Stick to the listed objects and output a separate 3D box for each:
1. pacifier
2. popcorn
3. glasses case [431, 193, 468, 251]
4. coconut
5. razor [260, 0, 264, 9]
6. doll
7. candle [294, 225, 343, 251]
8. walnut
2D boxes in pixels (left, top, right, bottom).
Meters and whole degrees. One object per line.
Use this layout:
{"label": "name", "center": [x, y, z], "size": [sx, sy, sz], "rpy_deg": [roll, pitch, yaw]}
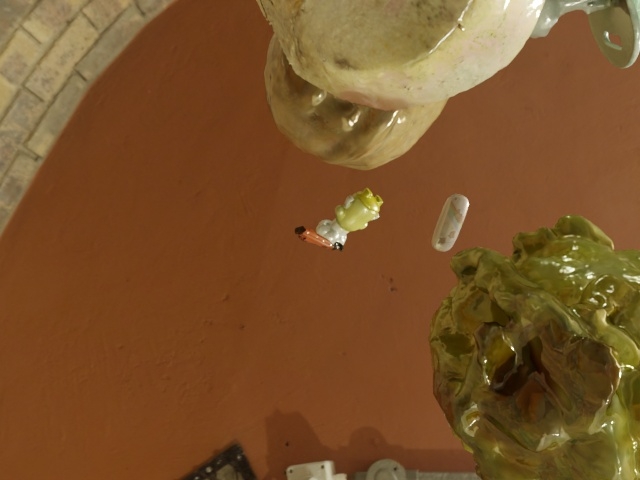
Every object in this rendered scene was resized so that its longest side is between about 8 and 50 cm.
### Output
{"label": "pacifier", "center": [0.547, -0.518, 1.163], "size": [0.269, 0.343, 0.288], "rpy_deg": [-16, -156, 12]}
{"label": "popcorn", "center": [0.223, 0.117, 0.535], "size": [0.237, 0.293, 0.293], "rpy_deg": [-29, -119, -36]}
{"label": "glasses case", "center": [0.178, -0.024, 0.755], "size": [0.021, 0.032, 0.083], "rpy_deg": [51, -52, 57]}
{"label": "coconut", "center": [0.087, -0.328, 0.616], "size": [0.352, 0.352, 0.353], "rpy_deg": [-5, -109, 14]}
{"label": "razor", "center": [-0.109, -0.666, 1.455], "size": [0.054, 0.090, 0.148], "rpy_deg": [11, -103, 44]}
{"label": "doll", "center": [0.060, -0.047, 1.200], "size": [0.162, 0.106, 0.062], "rpy_deg": [-41, -134, 20]}
{"label": "candle", "center": [-0.001, 0.000, 1.001], "size": [0.026, 0.167, 0.021], "rpy_deg": [-41, -116, 13]}
{"label": "walnut", "center": [0.069, -0.312, 1.040], "size": [0.381, 0.381, 0.381], "rpy_deg": [-5, -109, 14]}
